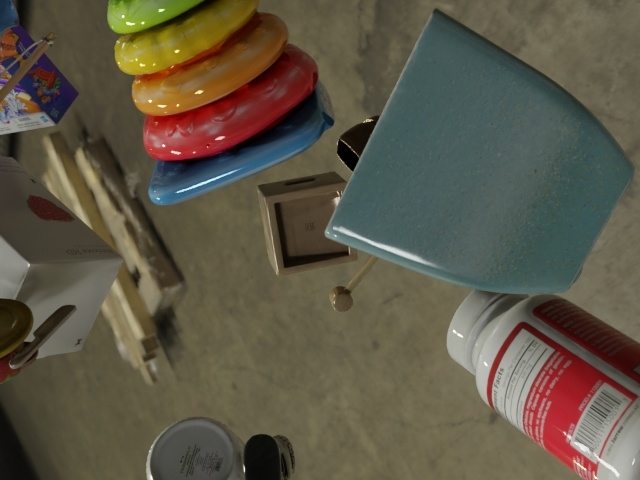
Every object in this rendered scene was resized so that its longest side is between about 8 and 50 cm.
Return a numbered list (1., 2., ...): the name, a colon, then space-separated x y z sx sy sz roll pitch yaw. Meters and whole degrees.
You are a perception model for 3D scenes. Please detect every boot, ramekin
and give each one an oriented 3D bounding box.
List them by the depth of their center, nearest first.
1. boot: -0.087 0.463 1.599 0.178 0.085 0.236 48 -140 -78
2. boot: 0.148 -0.102 1.636 0.305 0.115 0.112 46 139 23
3. ramekin: -0.235 0.436 1.705 0.207 0.207 0.109 47 160 29

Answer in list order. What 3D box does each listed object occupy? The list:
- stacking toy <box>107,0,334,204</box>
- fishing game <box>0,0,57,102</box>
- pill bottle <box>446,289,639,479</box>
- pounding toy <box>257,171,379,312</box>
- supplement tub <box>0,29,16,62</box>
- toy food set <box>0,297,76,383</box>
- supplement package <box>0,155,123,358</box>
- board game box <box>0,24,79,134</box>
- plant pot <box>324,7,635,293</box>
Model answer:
1. stacking toy: -0.119 -0.197 0.718 0.175 0.166 0.301 -97 -18 -62
2. fishing game: -0.375 -0.190 0.855 0.264 0.189 0.041 27 163 32
3. pill bottle: 0.408 0.231 1.460 0.408 0.229 0.229 36 137 43
4. pounding toy: 0.010 0.004 1.383 0.094 0.181 0.206 -129 29 -70
5. supplement tub: -0.539 -0.237 1.045 0.193 0.316 0.193 52 157 33
6. toy food set: -0.412 0.134 1.087 0.218 0.128 0.071 3 125 17
7. supplement package: -0.466 0.019 1.298 0.293 0.177 0.175 38 110 26
8. board game box: -0.599 -0.277 1.454 0.347 0.078 0.233 -3 139 35
9. plant pot: 0.185 -0.074 0.960 0.252 0.247 0.247 27 103 6
